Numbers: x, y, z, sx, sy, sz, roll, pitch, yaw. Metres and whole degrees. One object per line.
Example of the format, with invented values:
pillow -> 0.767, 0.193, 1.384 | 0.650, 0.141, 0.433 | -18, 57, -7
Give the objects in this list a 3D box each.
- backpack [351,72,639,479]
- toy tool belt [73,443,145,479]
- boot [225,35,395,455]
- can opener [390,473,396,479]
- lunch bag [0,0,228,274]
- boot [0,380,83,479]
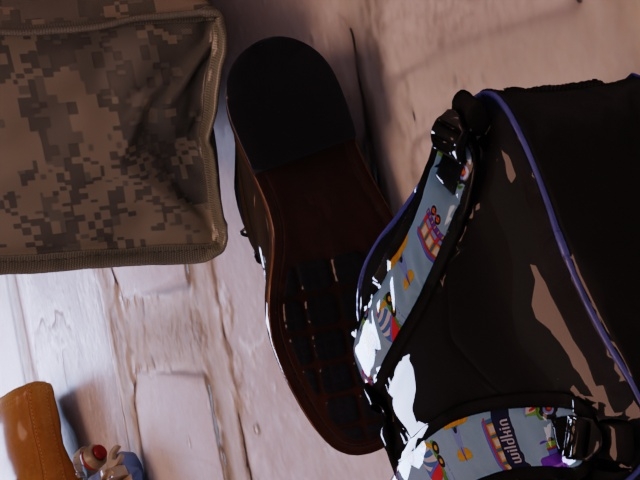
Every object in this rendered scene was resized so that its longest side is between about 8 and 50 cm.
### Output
backpack -> 0.087, 0.039, 0.600 | 0.158, 0.117, 0.173 | 68, 152, 21
toy tool belt -> -0.154, 0.187, 1.242 | 0.051, 0.052, 0.083 | -40, 62, 26
boot -> 0.000, 0.000, 0.846 | 0.106, 0.082, 0.219 | -134, 32, -83
can opener -> 0.013, 0.213, 0.861 | 0.280, 0.093, 0.074 | 110, 141, -54
lunch bag -> -0.213, -0.082, 0.923 | 0.235, 0.287, 0.169 | -125, 34, -65
boot -> -0.277, 0.259, 1.469 | 0.295, 0.104, 0.211 | -46, 53, 53
